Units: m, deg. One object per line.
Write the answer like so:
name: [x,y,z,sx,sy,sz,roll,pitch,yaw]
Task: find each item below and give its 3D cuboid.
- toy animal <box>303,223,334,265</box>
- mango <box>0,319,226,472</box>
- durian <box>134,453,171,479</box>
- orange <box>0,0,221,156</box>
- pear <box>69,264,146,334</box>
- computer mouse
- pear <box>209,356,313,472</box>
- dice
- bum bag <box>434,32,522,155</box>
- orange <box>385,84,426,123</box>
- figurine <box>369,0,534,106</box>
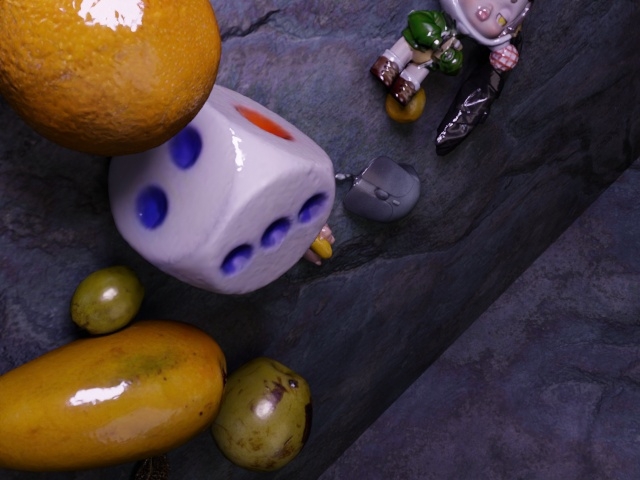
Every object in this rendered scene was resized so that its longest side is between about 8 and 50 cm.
toy animal: [0.000,0.000,1.609,0.082,0.091,0.114,-49,155,-31]
mango: [-0.370,0.268,1.222,0.445,0.300,0.232,-8,94,-31]
durian: [-0.424,0.596,1.786,0.140,0.071,0.110,-49,153,13]
orange: [-0.238,-0.216,0.791,0.264,0.264,0.264,-35,151,-24]
pear: [-0.357,0.101,1.195,0.131,0.107,0.107,-42,153,-13]
computer mouse: [0.145,-0.110,1.674,0.379,0.090,0.167,8,119,-57]
pear: [-0.142,0.433,1.777,0.283,0.283,0.284,-35,151,-24]
dice: [-0.149,-0.080,1.113,0.251,0.243,0.259,-57,155,16]
bum bag: [0.375,-0.344,1.695,0.340,0.095,0.144,-57,167,19]
orange: [0.179,-0.291,1.486,0.085,0.085,0.095,-22,146,-41]
figurine: [0.261,-0.419,1.358,0.370,0.167,0.281,-43,116,11]
